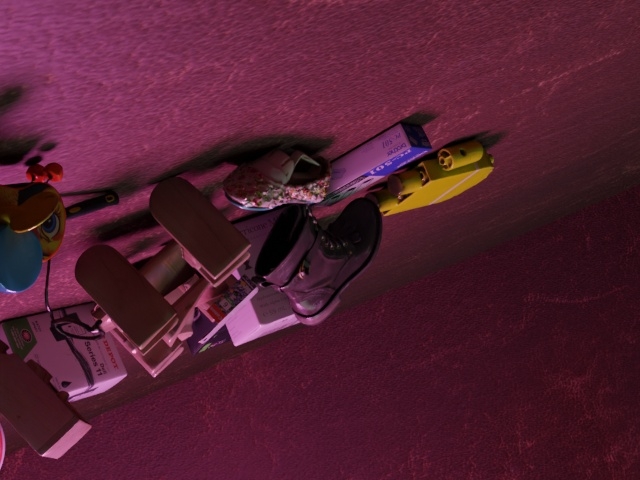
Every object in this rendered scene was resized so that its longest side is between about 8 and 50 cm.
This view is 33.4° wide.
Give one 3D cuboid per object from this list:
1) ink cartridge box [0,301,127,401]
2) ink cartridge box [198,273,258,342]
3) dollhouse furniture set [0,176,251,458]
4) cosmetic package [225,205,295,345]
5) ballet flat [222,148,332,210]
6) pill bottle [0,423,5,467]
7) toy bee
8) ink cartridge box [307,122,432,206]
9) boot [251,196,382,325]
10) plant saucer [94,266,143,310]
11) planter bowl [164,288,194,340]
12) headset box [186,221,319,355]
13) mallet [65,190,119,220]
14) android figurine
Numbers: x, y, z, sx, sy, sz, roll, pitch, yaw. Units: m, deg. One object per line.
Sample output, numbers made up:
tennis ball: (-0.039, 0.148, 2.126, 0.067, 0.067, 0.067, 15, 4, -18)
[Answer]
ink cartridge box: (-0.457, 0.203, 1.837, 0.087, 0.153, 0.208, -33, 168, 36)
ink cartridge box: (-0.141, 0.100, 1.545, 0.115, 0.029, 0.063, -43, 175, -6)
dollhouse furniture set: (-0.326, 0.081, 1.532, 0.394, 0.256, 0.362, -44, 175, -13)
cosmetic package: (-0.097, 0.062, 1.851, 0.151, 0.184, 0.151, -19, 170, -27)
ballet flat: (-0.056, -0.094, 1.507, 0.077, 0.091, 0.241, -61, 161, 18)
pill bottle: (-0.755, 0.393, 1.953, 0.210, 0.210, 0.363, -26, 169, 8)
toy bee: (-0.334, -0.019, 1.092, 0.195, 0.162, 0.298, 5, 161, 12)
ink cartridge box: (0.069, -0.118, 1.711, 0.207, 0.046, 0.097, -29, 170, 25)
boot: (0.000, 0.000, 1.685, 0.263, 0.091, 0.229, -61, 152, -18)
plant saucer: (-0.321, 0.079, 1.865, 0.168, 0.029, 0.168, -23, 169, -5)
planter bowl: (-0.282, 0.130, 1.825, 0.162, 0.109, 0.162, -23, 171, -4)
headset box: (-0.141, 0.099, 2.097, 0.283, 0.131, 0.246, -18, 168, -28)
mallet: (-0.314, -0.019, 1.278, 0.189, 0.062, 0.039, -15, 167, -45)
android figurine: (0.218, -0.116, 2.041, 0.272, 0.056, 0.248, -17, 167, -34)
